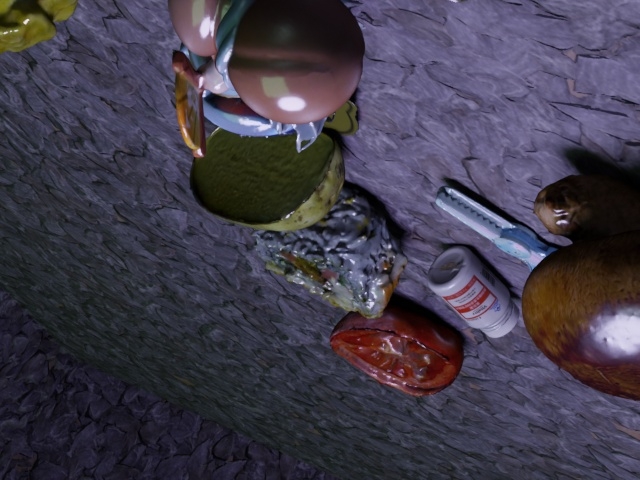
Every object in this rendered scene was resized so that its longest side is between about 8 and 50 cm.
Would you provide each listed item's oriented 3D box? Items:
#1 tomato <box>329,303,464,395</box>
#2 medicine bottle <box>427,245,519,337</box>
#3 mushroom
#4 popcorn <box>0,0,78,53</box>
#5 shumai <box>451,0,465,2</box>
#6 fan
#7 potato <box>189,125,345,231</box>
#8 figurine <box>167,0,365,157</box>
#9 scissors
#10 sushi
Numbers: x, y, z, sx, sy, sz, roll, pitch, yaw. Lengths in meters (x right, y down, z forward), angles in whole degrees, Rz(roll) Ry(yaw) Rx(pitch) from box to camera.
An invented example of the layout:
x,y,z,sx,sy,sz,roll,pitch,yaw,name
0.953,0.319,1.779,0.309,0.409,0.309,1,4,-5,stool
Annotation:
x,y,z,sx,sy,sz,roll,pitch,yaw,name
0.139,0.167,2.378,0.228,0.101,0.228,19,156,9,tomato
0.222,0.077,2.045,0.140,0.079,0.079,44,157,-31,medicine bottle
0.393,0.083,1.614,0.345,0.239,0.345,22,-174,-2,mushroom
-0.448,-0.355,1.794,0.241,0.235,0.250,-21,125,13,popcorn
0.127,-0.264,1.327,0.099,0.087,0.124,31,162,-4,shumai
-0.079,-0.213,1.860,0.335,0.011,0.229,19,163,38,fan
-0.062,-0.078,1.986,0.271,0.160,0.111,13,164,44,potato
-0.048,-0.224,1.426,0.248,0.277,0.388,16,168,6,figurine
0.261,0.002,1.875,0.256,0.030,0.125,32,162,-10,scissors
0.000,0.000,2.096,0.274,0.139,0.184,23,157,23,sushi
